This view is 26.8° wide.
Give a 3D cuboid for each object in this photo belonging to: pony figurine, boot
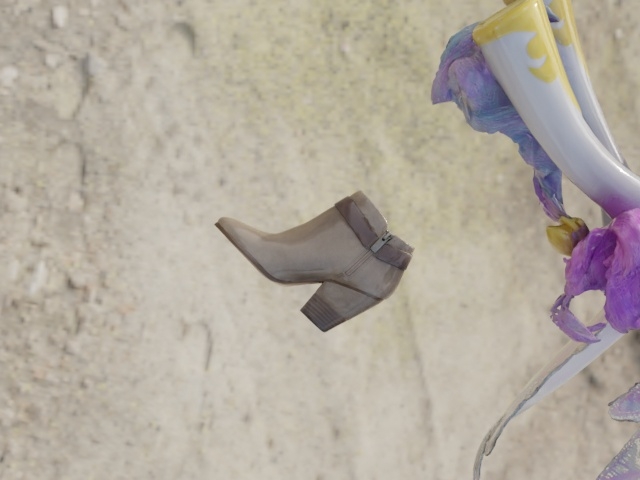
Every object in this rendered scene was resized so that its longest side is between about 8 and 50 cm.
[{"bbox_3d":[0.222,-0.003,0.814,0.351,0.303,0.363,-34,103,-13],"label":"pony figurine"},{"bbox_3d":[0.000,0.000,0.894,0.118,0.042,0.087,43,92,-3],"label":"boot"}]
